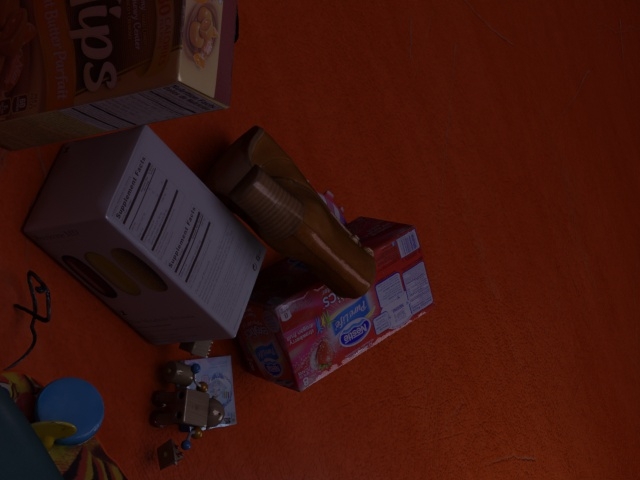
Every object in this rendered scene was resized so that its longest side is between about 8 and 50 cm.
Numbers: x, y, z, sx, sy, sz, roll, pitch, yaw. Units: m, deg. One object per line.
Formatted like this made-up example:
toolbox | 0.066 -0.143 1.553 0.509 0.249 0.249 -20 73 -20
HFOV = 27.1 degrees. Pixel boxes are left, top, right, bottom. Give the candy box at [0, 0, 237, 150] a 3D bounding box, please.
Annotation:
candy box | -0.233 -0.210 1.382 0.087 0.316 0.183 21 67 -51

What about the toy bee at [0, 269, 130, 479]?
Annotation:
toy bee | -0.309 0.202 1.373 0.162 0.298 0.195 -21 140 -26

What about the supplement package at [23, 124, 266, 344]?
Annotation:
supplement package | -0.199 -0.001 1.544 0.244 0.139 0.134 47 48 -38

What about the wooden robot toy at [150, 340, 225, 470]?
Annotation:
wooden robot toy | -0.153 0.199 1.619 0.079 0.076 0.173 21 70 -43

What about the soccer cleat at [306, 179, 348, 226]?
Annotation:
soccer cleat | 0.000 0.000 1.870 0.248 0.083 0.095 44 56 -44

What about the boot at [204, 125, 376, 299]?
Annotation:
boot | -0.034 -0.027 1.667 0.211 0.104 0.295 43 6 -18

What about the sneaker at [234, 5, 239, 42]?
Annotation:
sneaker | -0.189 -0.264 1.633 0.293 0.102 0.146 -27 107 -52

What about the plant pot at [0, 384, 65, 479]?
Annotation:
plant pot | -0.375 0.222 1.157 0.293 0.293 0.235 -14 74 -54

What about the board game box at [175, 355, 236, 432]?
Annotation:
board game box | -0.145 0.194 1.684 0.090 0.020 0.090 0 85 -53

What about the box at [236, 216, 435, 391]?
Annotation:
box | 0.015 0.079 1.771 0.257 0.123 0.128 -30 114 -32
